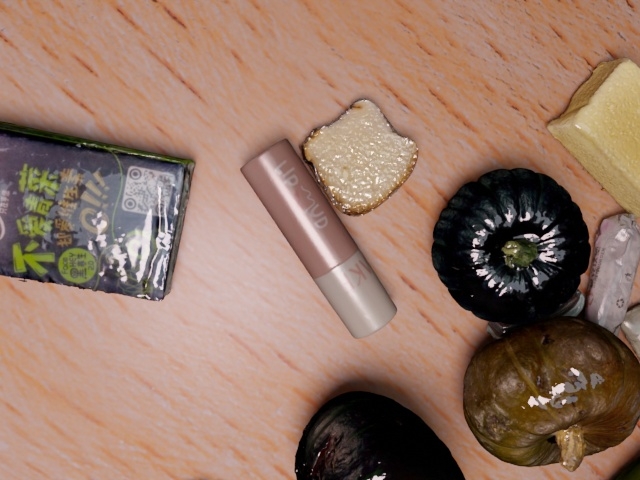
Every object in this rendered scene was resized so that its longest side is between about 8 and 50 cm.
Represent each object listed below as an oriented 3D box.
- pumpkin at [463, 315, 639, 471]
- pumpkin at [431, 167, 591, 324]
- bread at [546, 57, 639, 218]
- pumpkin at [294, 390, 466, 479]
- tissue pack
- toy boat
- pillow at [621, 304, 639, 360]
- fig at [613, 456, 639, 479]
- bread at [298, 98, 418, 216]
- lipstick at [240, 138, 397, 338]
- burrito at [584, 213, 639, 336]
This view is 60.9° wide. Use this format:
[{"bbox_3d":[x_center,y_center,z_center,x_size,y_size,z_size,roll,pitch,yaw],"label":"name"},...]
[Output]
[{"bbox_3d":[0.283,0.197,0.662,0.219,0.162,0.219,-3,133,-3],"label":"pumpkin"},{"bbox_3d":[0.236,0.008,0.677,0.194,0.150,0.194,-8,115,-18],"label":"pumpkin"},{"bbox_3d":[0.412,-0.136,0.725,0.188,0.068,0.125,41,88,-8],"label":"bread"},{"bbox_3d":[0.069,0.288,0.628,0.163,0.233,0.233,-25,98,-18],"label":"pumpkin"},{"bbox_3d":[-0.278,-0.032,0.629,0.235,0.073,0.173,10,93,-9],"label":"tissue pack"},{"bbox_3d":[0.295,0.105,0.736,0.140,0.059,0.066,-24,127,-4],"label":"toy boat"},{"bbox_3d":[0.541,0.107,0.773,0.229,0.050,0.148,-34,92,-1],"label":"pillow"},{"bbox_3d":[0.469,0.376,0.737,0.245,0.195,0.195,-6,96,28],"label":"fig"},{"bbox_3d":[0.050,-0.105,0.689,0.129,0.044,0.126,-39,91,-1],"label":"bread"},{"bbox_3d":[0.000,0.000,0.674,0.070,0.070,0.254,-34,98,-4],"label":"lipstick"},{"bbox_3d":[0.394,0.061,0.742,0.064,0.064,0.203,11,92,-9],"label":"burrito"}]
